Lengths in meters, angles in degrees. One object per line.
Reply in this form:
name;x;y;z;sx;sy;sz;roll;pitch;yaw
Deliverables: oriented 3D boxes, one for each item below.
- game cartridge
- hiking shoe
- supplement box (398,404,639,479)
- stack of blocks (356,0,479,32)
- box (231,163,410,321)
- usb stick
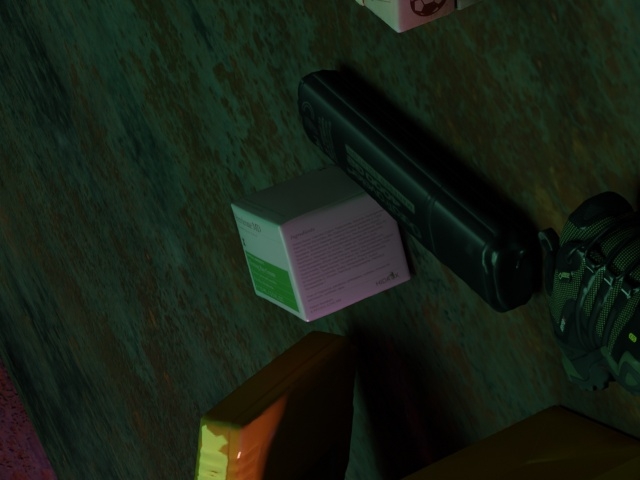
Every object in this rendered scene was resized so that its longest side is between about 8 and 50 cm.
game cartridge;-0.042;0.259;1.657;0.052;0.285;0.324;13;107;17
hiking shoe;0.186;0.028;1.181;0.114;0.086;0.227;63;160;-2
supplement box;0.144;0.251;1.370;0.129;0.191;0.194;20;130;62
stack of blocks;0.004;-0.284;1.288;0.297;0.087;0.171;45;151;43
box;0.000;0.000;1.579;0.101;0.102;0.087;25;132;62
usb stick;0.067;-0.042;1.455;0.278;0.045;0.077;44;157;45
